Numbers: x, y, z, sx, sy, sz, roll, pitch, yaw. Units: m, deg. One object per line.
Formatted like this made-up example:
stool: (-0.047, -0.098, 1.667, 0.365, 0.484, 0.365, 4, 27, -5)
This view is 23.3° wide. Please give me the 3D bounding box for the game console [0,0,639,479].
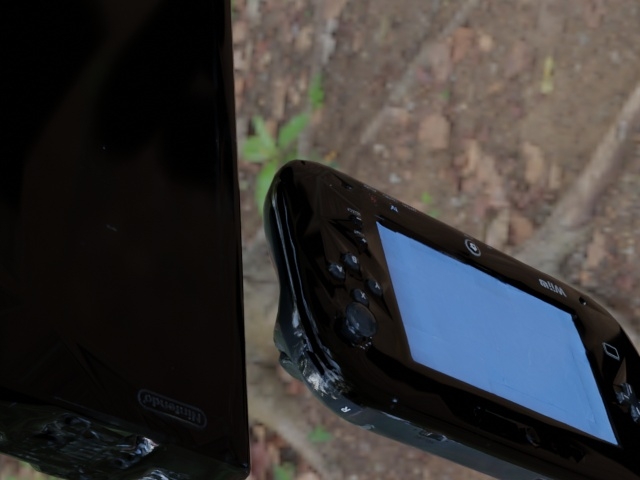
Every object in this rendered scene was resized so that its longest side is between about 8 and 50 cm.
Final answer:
game console: (0.000, 0.000, 0.526, 0.044, 0.361, 0.213, -33, 47, 35)
